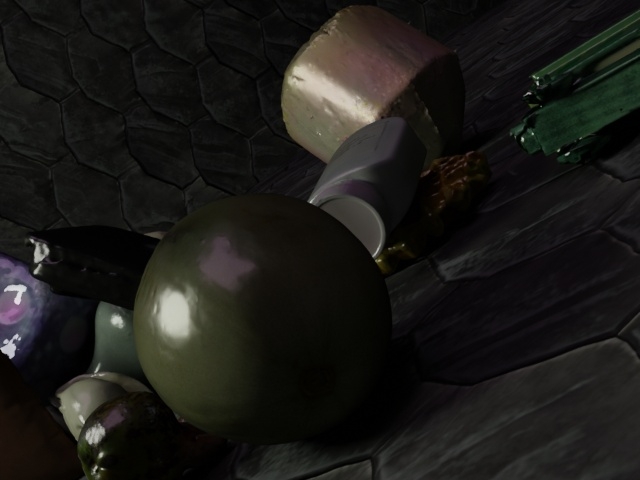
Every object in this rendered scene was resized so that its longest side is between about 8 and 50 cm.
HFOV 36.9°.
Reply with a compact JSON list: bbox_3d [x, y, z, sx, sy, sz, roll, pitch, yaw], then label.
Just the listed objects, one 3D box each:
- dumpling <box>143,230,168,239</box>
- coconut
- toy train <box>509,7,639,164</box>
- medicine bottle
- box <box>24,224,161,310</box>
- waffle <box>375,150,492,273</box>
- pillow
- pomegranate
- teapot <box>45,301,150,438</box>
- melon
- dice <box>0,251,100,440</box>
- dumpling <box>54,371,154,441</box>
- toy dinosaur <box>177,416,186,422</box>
[{"bbox_3d":[-0.286,0.106,1.918,0.315,0.233,0.395,-5,-24,-33],"label":"dumpling"},{"bbox_3d":[0.115,-0.237,1.708,0.297,0.309,0.297,-45,-18,-19],"label":"coconut"},{"bbox_3d":[0.376,-0.202,1.167,0.300,0.120,0.202,-30,8,33],"label":"toy train"},{"bbox_3d":[0.059,-0.067,1.316,0.161,0.111,0.296,-33,12,22],"label":"medicine bottle"},{"bbox_3d":[-0.234,0.059,1.431,0.350,0.359,0.091,-70,-4,-86],"label":"box"},{"bbox_3d":[0.117,-0.027,1.399,0.283,0.065,0.309,-45,16,-32],"label":"waffle"},{"bbox_3d":[-0.544,0.291,1.456,0.305,0.308,0.108,-34,6,16],"label":"pillow"},{"bbox_3d":[-0.188,0.235,1.068,0.163,0.138,0.125,-4,2,4],"label":"pomegranate"},{"bbox_3d":[-0.335,0.209,1.570,0.251,0.183,0.183,-50,13,-14],"label":"teapot"},{"bbox_3d":[-0.058,0.076,0.969,0.308,0.272,0.272,-7,29,49],"label":"melon"},{"bbox_3d":[-0.522,0.188,1.674,0.271,0.270,0.270,-65,-27,-11],"label":"dice"},{"bbox_3d":[-0.315,0.245,1.436,0.134,0.100,0.169,-26,17,-27],"label":"dumpling"},{"bbox_3d":[-0.123,0.176,1.181,0.251,0.072,0.200,-98,25,-43],"label":"toy dinosaur"}]
